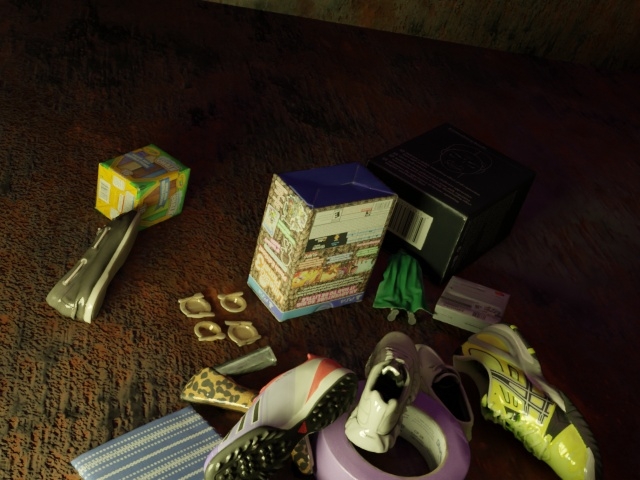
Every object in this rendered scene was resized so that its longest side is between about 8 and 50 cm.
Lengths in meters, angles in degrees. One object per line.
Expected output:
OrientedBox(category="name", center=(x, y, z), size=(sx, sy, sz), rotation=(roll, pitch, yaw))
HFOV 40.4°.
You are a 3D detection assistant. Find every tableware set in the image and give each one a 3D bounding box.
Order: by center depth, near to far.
OrientedBox(category="tableware set", center=(-0.207, 0.159, 1.786), size=(0.141, 0.020, 0.168), rotation=(-3, 38, -27))

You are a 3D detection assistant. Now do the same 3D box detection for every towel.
OrientedBox(category="towel", center=(-0.209, 0.411, 1.394), size=(0.243, 0.040, 0.336), rotation=(-19, 40, -39))

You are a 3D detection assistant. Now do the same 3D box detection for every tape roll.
OrientedBox(category="tape roll", center=(0.123, 0.378, 1.557), size=(0.275, 0.090, 0.274), rotation=(11, 35, -8))

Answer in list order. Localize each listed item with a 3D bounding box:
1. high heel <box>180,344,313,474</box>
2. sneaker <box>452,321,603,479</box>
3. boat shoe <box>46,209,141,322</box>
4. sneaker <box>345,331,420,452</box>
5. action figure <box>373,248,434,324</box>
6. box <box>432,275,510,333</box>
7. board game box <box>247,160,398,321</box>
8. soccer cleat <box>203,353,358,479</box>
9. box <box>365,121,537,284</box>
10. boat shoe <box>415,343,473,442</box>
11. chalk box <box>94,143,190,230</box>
OrientedBox(category="high heel", center=(-0.130, 0.329, 1.555), size=(0.186, 0.093, 0.261), rotation=(-21, 59, -11))
OrientedBox(category="sneaker", center=(0.397, 0.340, 1.697), size=(0.147, 0.145, 0.384), rotation=(-19, 51, -19))
OrientedBox(category="boat shoe", center=(-0.455, 0.032, 1.780), size=(0.096, 0.112, 0.335), rotation=(20, 37, -4))
OrientedBox(category="sneaker", center=(0.130, 0.247, 1.565), size=(0.110, 0.118, 0.292), rotation=(18, 32, 5))
OrientedBox(category="action figure", center=(0.190, 0.096, 2.011), size=(0.137, 0.063, 0.232), rotation=(12, 38, -4))
OrientedBox(category="box", center=(0.348, 0.150, 1.990), size=(0.145, 0.038, 0.186), rotation=(19, 25, 13))
OrientedBox(category="board game box", center=(0.000, 0.000, 1.860), size=(0.232, 0.291, 0.141), rotation=(-11, 42, -36))
OrientedBox(category="soccer cleat", center=(-0.080, 0.299, 1.453), size=(0.318, 0.108, 0.116), rotation=(-32, 42, -32))
OrientedBox(category="box", center=(0.314, -0.106, 2.223), size=(0.293, 0.212, 0.395), rotation=(34, 38, 24))
OrientedBox(category="boat shoe", center=(0.239, 0.290, 1.732), size=(0.096, 0.088, 0.267), rotation=(7, 35, -14))
OrientedBox(category="chalk box", center=(-0.394, -0.128, 2.015), size=(0.132, 0.132, 0.213), rotation=(33, 38, 23))
